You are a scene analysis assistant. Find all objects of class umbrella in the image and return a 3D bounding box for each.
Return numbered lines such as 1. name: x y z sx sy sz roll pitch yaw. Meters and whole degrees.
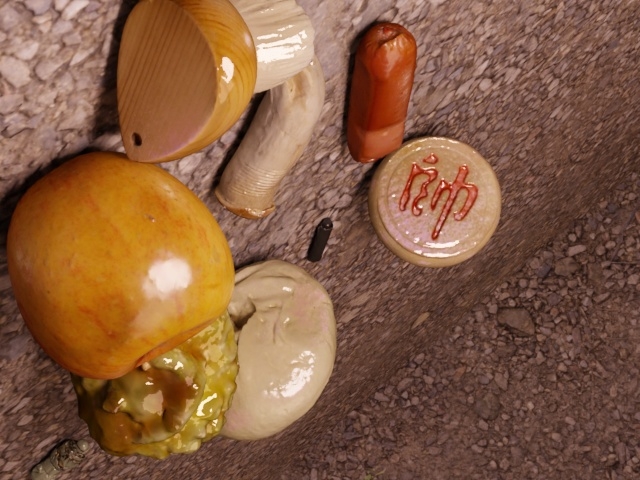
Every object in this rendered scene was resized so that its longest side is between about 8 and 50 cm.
1. umbrella: 0.001 -0.001 1.931 0.036 0.031 0.133 -59 174 -39
2. umbrella: -0.541 0.460 1.884 0.143 0.062 0.067 -36 128 6

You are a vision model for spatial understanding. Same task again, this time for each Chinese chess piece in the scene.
1. Chinese chess piece: 0.230 -0.078 1.834 0.270 0.270 0.112 -38 175 -7

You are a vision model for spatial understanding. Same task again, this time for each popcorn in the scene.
1. popcorn: -0.278 0.202 1.519 0.274 0.279 0.335 -22 110 -39

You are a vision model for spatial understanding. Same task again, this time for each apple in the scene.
1. apple: -0.272 0.032 1.220 0.299 0.275 0.299 -36 172 -6

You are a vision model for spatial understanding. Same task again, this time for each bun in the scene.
1. bun: -0.138 0.197 1.734 0.361 0.361 0.213 -43 124 6

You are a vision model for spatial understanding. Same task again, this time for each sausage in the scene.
1. sausage: 0.099 -0.242 1.530 0.097 0.094 0.348 -21 157 -12

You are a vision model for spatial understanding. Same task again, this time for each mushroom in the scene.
1. mushroom: -0.073 -0.163 1.397 0.123 0.095 0.351 -6 142 -28

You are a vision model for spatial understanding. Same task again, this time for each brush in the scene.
1. brush: -0.144 -0.203 1.107 0.166 0.174 0.266 -33 168 -46
